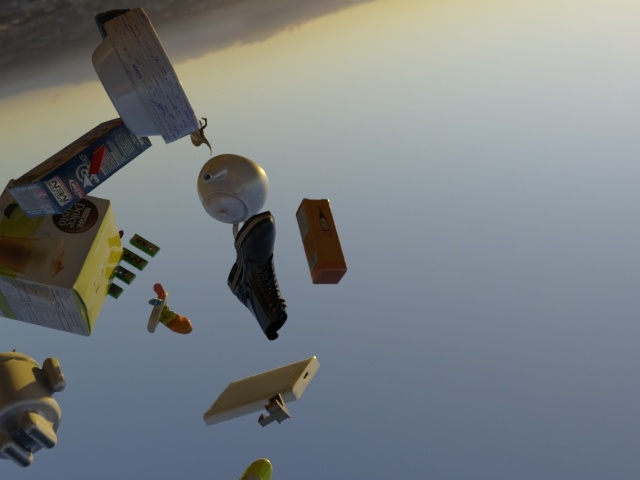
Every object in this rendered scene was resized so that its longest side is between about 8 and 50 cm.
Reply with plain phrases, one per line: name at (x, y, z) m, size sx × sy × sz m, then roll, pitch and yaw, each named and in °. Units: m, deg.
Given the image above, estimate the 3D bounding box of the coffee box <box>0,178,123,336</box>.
coffee box at (-0.856, 0.059, 2.208) m, size 0.334 × 0.338 × 0.337 m, roll 13°, pitch -123°, yaw 0°

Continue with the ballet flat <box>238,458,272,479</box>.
ballet flat at (-0.202, 0.660, 1.755) m, size 0.231 × 0.077 × 0.077 m, roll -50°, pitch 177°, yaw -9°

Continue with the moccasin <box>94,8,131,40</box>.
moccasin at (-0.499, -0.491, 1.862) m, size 0.117 × 0.342 × 0.138 m, roll -25°, pitch 170°, yaw -7°

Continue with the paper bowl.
paper bowl at (-0.383, -0.339, 1.492) m, size 0.148 × 0.284 × 0.284 m, roll -28°, pitch -160°, yaw -6°

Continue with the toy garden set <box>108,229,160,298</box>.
toy garden set at (-0.727, 0.059, 2.454) m, size 0.204 × 0.049 × 0.244 m, roll 29°, pitch -119°, yaw 12°

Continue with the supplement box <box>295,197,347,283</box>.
supplement box at (0.000, 0.000, 1.842) m, size 0.078 × 0.233 × 0.080 m, roll 1°, pitch 147°, yaw -23°

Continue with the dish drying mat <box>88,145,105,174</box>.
dish drying mat at (-0.569, -0.204, 1.760) m, size 0.032 × 0.008 × 0.083 m, roll -4°, pitch -120°, yaw 14°

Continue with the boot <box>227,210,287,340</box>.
boot at (-0.086, 0.060, 1.166) m, size 0.077 × 0.198 × 0.137 m, roll -18°, pitch -126°, yaw -29°

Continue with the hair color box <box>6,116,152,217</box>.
hair color box at (-0.636, -0.202, 1.848) m, size 0.174 × 0.105 × 0.347 m, roll -4°, pitch -146°, yaw 41°

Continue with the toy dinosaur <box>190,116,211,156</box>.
toy dinosaur at (-0.369, -0.326, 2.112) m, size 0.183 × 0.092 × 0.053 m, roll 30°, pitch -149°, yaw 32°

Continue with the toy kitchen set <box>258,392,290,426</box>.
toy kitchen set at (-0.131, 0.418, 1.735) m, size 0.068 × 0.083 × 0.075 m, roll -31°, pitch -133°, yaw -1°

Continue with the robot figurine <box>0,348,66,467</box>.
robot figurine at (-0.815, 0.433, 1.831) m, size 0.300 × 0.199 × 0.353 m, roll -34°, pitch -136°, yaw -15°

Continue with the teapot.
teapot at (-0.292, -0.138, 2.238) m, size 0.252 × 0.256 × 0.187 m, roll -43°, pitch -153°, yaw 47°

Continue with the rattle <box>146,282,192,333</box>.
rattle at (-0.459, 0.220, 2.126) m, size 0.130 × 0.143 × 0.199 m, roll -52°, pitch 174°, yaw -46°

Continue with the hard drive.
hard drive at (-0.195, 0.499, 2.302) m, size 0.353 × 0.047 × 0.233 m, roll -22°, pitch -169°, yaw 24°
